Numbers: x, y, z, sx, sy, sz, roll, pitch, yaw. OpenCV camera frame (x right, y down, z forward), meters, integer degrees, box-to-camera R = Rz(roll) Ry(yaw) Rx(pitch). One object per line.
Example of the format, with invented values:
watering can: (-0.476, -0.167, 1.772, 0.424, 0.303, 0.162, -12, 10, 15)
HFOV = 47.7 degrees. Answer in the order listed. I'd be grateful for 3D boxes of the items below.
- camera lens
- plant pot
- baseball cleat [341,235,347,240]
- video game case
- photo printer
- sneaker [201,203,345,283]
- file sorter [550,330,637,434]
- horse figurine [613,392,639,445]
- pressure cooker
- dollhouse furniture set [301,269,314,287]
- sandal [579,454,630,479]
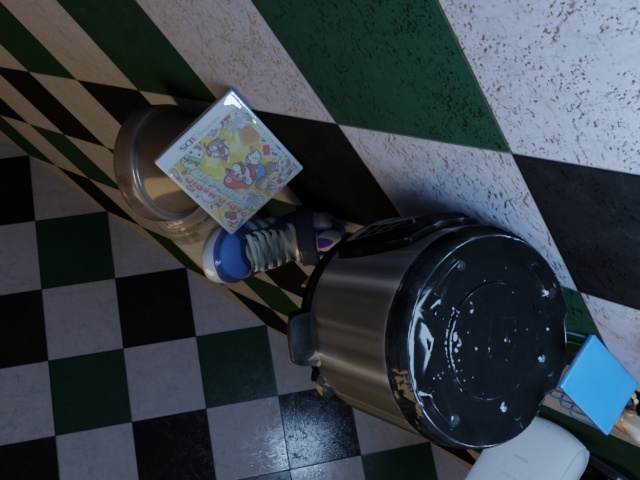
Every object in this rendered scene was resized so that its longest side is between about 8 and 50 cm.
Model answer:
camera lens: (-0.299, -0.061, 1.919, 0.219, 0.219, 0.274, 22, 159, 40)
plant pot: (-0.276, -0.172, 1.568, 0.229, 0.263, 0.263, 2, 146, 34)
baseball cleat: (0.000, 0.000, 1.749, 0.109, 0.072, 0.206, 47, 158, -14)
video game case: (-0.179, -0.153, 1.447, 0.227, 0.206, 0.026, 46, -177, -31)
photo printer: (0.549, 0.619, 1.939, 0.256, 0.307, 0.107, 21, 157, 50)
sneaker: (-0.079, 0.003, 1.568, 0.236, 0.323, 0.130, -6, 99, 29)
file sorter: (0.500, 0.266, 1.393, 0.170, 0.118, 0.104, 43, 166, -24)
horse figurine: (0.666, 0.379, 1.463, 0.263, 0.066, 0.174, 27, 156, 36)
pressure cooker: (0.164, 0.150, 1.287, 0.370, 0.375, 0.420, 40, 163, -23)
dollhouse furniture set: (-0.030, 0.060, 1.905, 0.081, 0.114, 0.091, 39, 167, 6)
sandal: (0.732, 0.685, 2.116, 0.167, 0.107, 0.446, 40, 163, -15)
